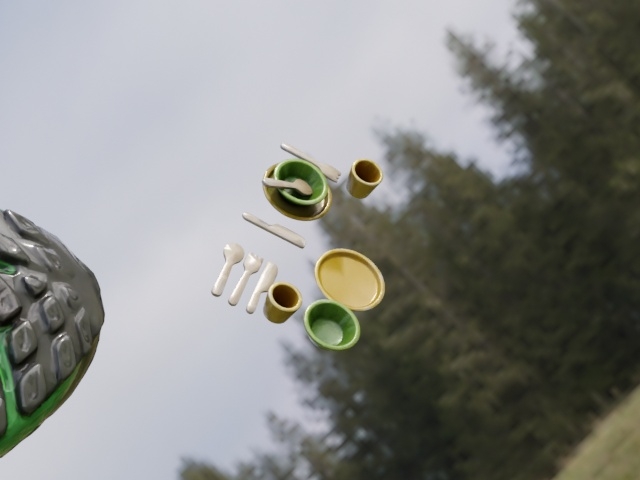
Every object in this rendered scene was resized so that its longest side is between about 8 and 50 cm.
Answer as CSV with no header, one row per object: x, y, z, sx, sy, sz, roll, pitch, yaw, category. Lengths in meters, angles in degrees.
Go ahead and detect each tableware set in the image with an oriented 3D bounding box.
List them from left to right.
0.000,0.000,1.156,0.024,0.104,0.154,-59,5,47,tableware set

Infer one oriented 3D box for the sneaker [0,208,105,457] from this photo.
-0.238,0.092,0.733,0.344,0.134,0.146,-27,-19,8,sneaker
